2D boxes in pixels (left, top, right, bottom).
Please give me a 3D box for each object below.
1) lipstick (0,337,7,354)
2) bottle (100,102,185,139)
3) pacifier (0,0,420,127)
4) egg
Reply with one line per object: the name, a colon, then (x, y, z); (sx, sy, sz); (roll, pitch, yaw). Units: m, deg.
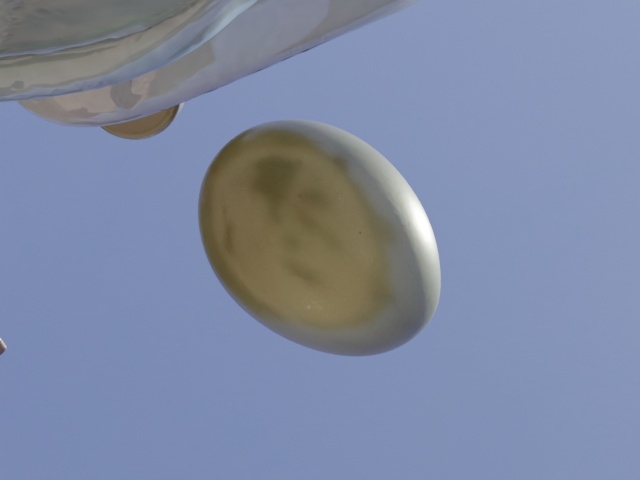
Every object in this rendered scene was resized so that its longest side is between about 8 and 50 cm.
lipstick: (-0.330, 0.049, 1.676); (0.045, 0.145, 0.045); (-38, -144, -12)
bottle: (-0.153, -0.179, 1.859); (0.110, 0.209, 0.097); (-30, -74, 21)
pacifier: (-0.051, -0.165, 0.559); (0.244, 0.299, 0.233); (46, -27, 41)
egg: (0.000, 0.000, 1.729); (0.242, 0.186, 0.186); (46, -67, 3)
